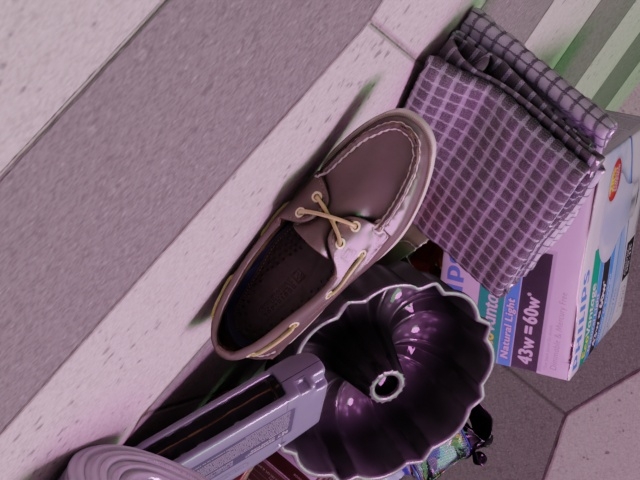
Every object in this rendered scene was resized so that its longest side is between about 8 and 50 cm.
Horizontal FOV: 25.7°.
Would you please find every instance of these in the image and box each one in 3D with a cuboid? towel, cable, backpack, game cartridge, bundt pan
[{"bbox_3d":[0.192,-0.090,1.631,0.121,0.235,0.284,-36,162,-34],"label":"towel"},{"bbox_3d":[-0.162,0.307,1.429,0.257,0.257,0.089,16,109,-55],"label":"cable"},{"bbox_3d":[0.095,0.230,2.160,0.213,0.276,0.263,-31,122,-18],"label":"backpack"},{"bbox_3d":[-0.130,0.251,1.691,0.297,0.062,0.198,-29,164,-17],"label":"game cartridge"},{"bbox_3d":[0.065,0.165,1.910,0.330,0.124,0.331,-13,125,-19],"label":"bundt pan"}]

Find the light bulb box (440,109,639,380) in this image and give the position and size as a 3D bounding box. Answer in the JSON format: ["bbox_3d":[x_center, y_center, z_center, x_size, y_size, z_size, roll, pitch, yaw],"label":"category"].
[{"bbox_3d":[0.356,-0.016,2.210,0.361,0.225,0.358,-30,129,-62],"label":"light bulb box"}]

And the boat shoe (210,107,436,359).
[{"bbox_3d":[0.000,0.000,1.464,0.324,0.116,0.096,-49,173,18],"label":"boat shoe"}]

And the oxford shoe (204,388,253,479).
[{"bbox_3d":[-0.177,0.356,1.857,0.348,0.123,0.130,-50,171,-5],"label":"oxford shoe"}]

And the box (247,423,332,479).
[{"bbox_3d":[-0.076,0.329,2.046,0.168,0.167,0.203,-39,164,-48],"label":"box"}]

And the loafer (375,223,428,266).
[{"bbox_3d":[0.078,0.052,1.985,0.094,0.087,0.251,-40,164,-44],"label":"loafer"}]

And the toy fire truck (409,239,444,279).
[{"bbox_3d":[0.181,0.121,2.412,0.302,0.169,0.254,76,23,-50],"label":"toy fire truck"}]
